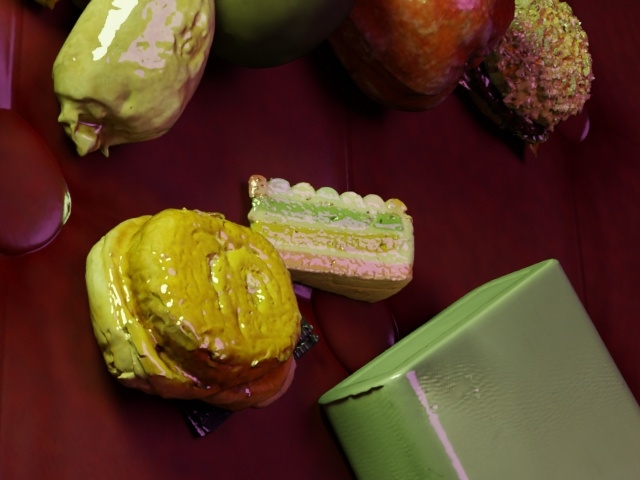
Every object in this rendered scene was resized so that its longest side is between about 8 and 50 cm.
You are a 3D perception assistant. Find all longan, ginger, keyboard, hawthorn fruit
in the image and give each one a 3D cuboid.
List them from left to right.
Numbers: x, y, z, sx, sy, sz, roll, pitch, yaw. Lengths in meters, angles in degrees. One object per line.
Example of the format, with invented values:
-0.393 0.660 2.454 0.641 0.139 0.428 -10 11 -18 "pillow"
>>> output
-0.186 -0.203 1.623 0.138 0.152 0.267 41 48 -43 "ginger"
-0.077 0.125 1.684 0.072 0.023 0.231 60 38 -5 "keyboard"
-0.056 -0.310 1.742 0.248 0.248 0.248 26 53 -41 "longan"
0.093 -0.299 1.960 0.271 0.242 0.242 43 39 3 "hawthorn fruit"

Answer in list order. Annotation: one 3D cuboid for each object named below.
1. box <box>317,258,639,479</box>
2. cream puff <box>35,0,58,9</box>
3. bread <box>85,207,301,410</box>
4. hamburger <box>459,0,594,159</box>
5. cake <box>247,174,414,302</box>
0.212 0.247 1.816 0.352 0.177 0.344 -31 94 -41 "box"
-0.271 -0.312 1.601 0.116 0.146 0.146 83 9 -59 "cream puff"
-0.118 0.066 1.574 0.236 0.120 0.198 13 50 -44 "bread"
0.291 -0.260 2.234 0.243 0.138 0.262 37 47 -33 "hamburger"
0.016 -0.005 1.812 0.225 0.090 0.109 18 62 -44 "cake"
